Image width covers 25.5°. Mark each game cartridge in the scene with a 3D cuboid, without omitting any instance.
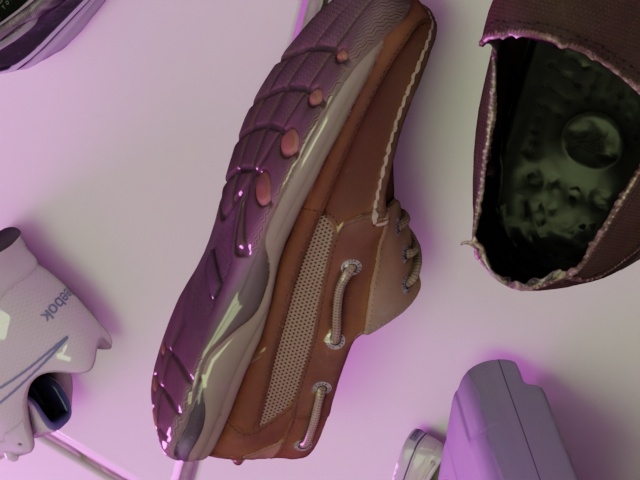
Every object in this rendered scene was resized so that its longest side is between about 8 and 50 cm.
[{"bbox_3d":[0.104,0.245,0.853,0.060,0.196,0.294,-1,121,-11],"label":"game cartridge"}]

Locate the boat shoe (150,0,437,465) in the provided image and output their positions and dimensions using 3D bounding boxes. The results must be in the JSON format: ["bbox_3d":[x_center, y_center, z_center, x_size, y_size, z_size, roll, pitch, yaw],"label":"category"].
[{"bbox_3d":[0.000,0.000,0.841,0.116,0.123,0.324,16,119,-18],"label":"boat shoe"}]

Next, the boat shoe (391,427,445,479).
[{"bbox_3d":[0.064,0.171,0.933,0.035,0.035,0.100,24,118,20],"label":"boat shoe"}]

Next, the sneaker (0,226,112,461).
[{"bbox_3d":[-0.262,0.124,1.052,0.129,0.111,0.297,39,129,-1],"label":"sneaker"}]

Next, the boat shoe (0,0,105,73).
[{"bbox_3d":[-0.142,-0.198,0.796,0.121,0.119,0.335,43,128,3],"label":"boat shoe"}]

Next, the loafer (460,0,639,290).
[{"bbox_3d":[0.148,-0.121,0.664,0.134,0.130,0.366,17,123,21],"label":"loafer"}]
